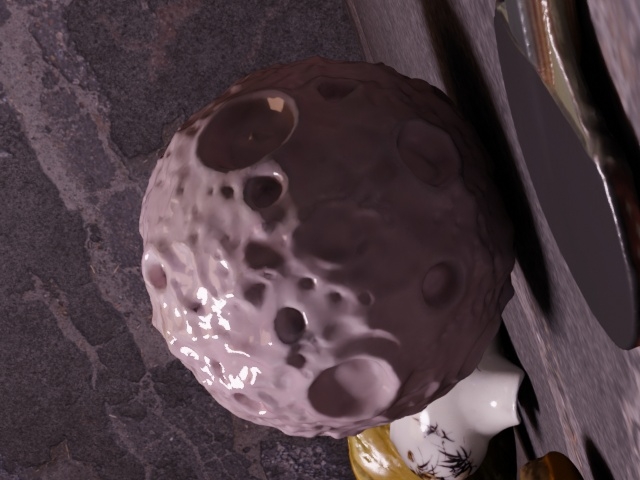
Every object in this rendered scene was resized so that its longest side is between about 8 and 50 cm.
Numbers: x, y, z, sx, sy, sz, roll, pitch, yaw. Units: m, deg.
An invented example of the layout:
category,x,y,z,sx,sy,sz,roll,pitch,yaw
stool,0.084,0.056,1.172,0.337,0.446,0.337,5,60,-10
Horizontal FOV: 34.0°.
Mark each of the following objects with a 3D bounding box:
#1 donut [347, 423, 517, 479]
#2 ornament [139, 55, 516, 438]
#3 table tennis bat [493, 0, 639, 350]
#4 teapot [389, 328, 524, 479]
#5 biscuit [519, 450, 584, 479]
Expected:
category,x,y,z,sx,sy,sz,roll,pitch,yaw
donut,0.145,0.238,1.446,0.360,0.170,0.360,43,-142,-45
ornament,0.000,0.000,0.706,0.225,0.259,0.259,57,-168,-43
table tennis bat,0.085,-0.045,0.370,0.220,0.019,0.130,64,-174,-48
teapot,0.161,0.167,1.180,0.299,0.165,0.208,24,-117,-72
biscuit,0.191,0.223,0.714,0.170,0.050,0.170,61,-168,-23
